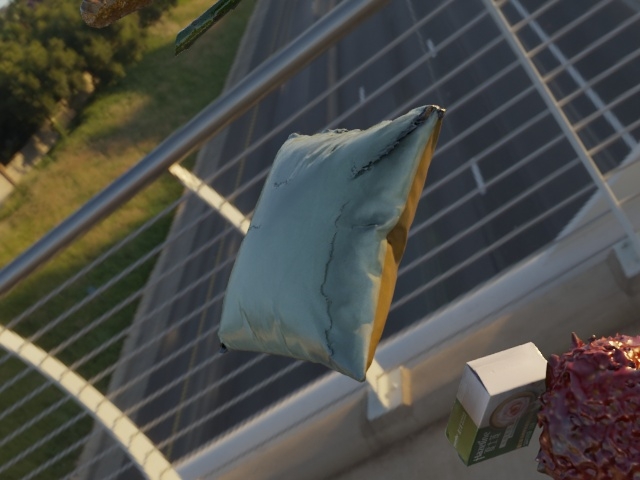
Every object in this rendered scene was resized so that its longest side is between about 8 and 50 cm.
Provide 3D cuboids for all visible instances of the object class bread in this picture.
[{"bbox_3d":[-0.239,-0.323,0.996,0.157,0.044,0.052,-36,19,-20],"label":"bread"}]

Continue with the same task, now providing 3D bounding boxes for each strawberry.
[{"bbox_3d":[0.487,0.281,1.112,0.292,0.292,0.343,-50,28,-21],"label":"strawberry"}]

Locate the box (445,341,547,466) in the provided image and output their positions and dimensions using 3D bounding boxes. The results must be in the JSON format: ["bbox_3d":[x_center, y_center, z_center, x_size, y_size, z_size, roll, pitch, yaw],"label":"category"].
[{"bbox_3d":[0.299,0.278,1.294,0.135,0.199,0.081,-13,41,-21],"label":"box"}]

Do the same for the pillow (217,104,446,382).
[{"bbox_3d":[0.000,0.000,0.904,0.310,0.119,0.313,2,69,54],"label":"pillow"}]

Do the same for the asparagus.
[{"bbox_3d":[-0.132,-0.330,1.080,0.236,0.027,0.034,-31,22,27],"label":"asparagus"}]
